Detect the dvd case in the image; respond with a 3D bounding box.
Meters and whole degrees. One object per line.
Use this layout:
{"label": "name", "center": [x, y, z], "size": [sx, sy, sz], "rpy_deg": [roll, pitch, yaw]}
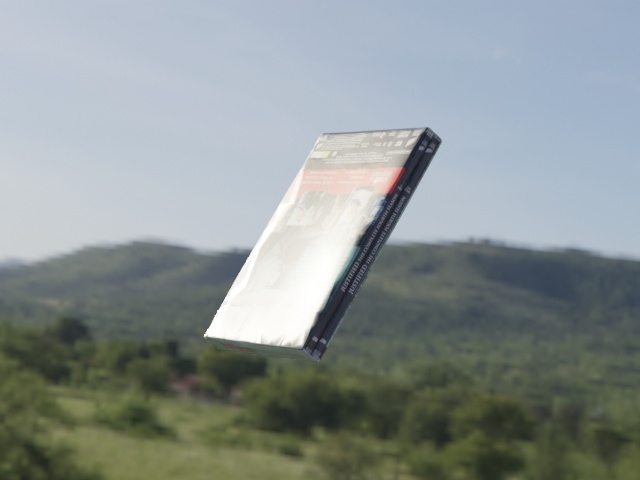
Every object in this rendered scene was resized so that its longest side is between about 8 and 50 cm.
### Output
{"label": "dvd case", "center": [0.000, 0.000, 0.793], "size": [0.013, 0.119, 0.087], "rpy_deg": [41, -21, -28]}
